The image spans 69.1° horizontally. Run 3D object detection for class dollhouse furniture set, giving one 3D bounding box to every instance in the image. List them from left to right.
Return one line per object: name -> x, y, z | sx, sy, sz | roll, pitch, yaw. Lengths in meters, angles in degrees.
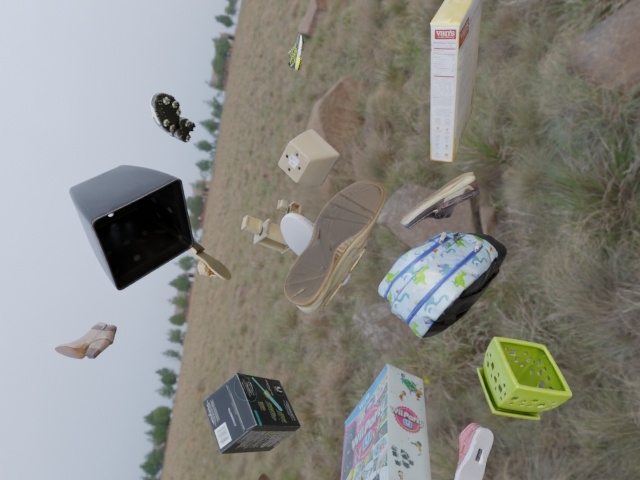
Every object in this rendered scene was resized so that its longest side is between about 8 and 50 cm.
dollhouse furniture set -> -0.169, -0.066, 1.505 | 0.101, 0.182, 0.160 | -31, 44, 51

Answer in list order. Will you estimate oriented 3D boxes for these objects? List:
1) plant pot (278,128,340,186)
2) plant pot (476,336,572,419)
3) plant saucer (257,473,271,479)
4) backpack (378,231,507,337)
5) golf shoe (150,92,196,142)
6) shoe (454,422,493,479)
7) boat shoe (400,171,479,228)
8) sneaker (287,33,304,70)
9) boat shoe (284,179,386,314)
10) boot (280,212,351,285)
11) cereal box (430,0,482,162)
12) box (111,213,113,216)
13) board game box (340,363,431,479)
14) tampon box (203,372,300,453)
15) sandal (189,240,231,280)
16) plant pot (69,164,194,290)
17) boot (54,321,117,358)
plant pot -> -0.039, -0.200, 1.157 | 0.109, 0.096, 0.109 | 46, 127, 16
plant pot -> 0.710, 0.509, 1.676 | 0.228, 0.227, 0.207 | -94, 19, -52
plant saucer -> -0.159, 0.759, 1.291 | 0.198, 0.036, 0.198 | 2, -90, -78
backpack -> 0.325, 0.119, 1.275 | 0.290, 0.273, 0.355 | -55, -6, 36
golf shoe -> -0.529, -0.417, 1.577 | 0.273, 0.120, 0.105 | 75, -143, -77
shoe -> 0.390, 0.566, 1.212 | 0.081, 0.064, 0.177 | 109, -173, -80
boat shoe -> 0.390, -0.112, 1.487 | 0.092, 0.285, 0.103 | 56, 171, -5
sneaker -> -0.062, -0.463, 1.139 | 0.031, 0.035, 0.083 | -63, -16, -72
boat shoe -> 0.039, 0.012, 0.944 | 0.302, 0.109, 0.098 | -58, -29, -15
boot -> 0.000, 0.000, 1.261 | 0.095, 0.258, 0.123 | -22, 29, 35
cereal box -> 0.222, -0.275, 0.763 | 0.173, 0.047, 0.240 | -60, -29, -36
box -> -0.634, -0.085, 1.471 | 0.062, 0.052, 0.083 | 27, 142, 49
board game box -> 0.124, 0.442, 0.936 | 0.303, 0.098, 0.224 | -74, 10, -62
tampon box -> -0.143, 0.367, 0.983 | 0.101, 0.161, 0.120 | -41, 54, 11
sandal -> -0.460, 0.103, 1.857 | 0.079, 0.240, 0.088 | -54, -15, 18
plant pot -> -0.397, -0.047, 0.949 | 0.167, 0.188, 0.187 | 32, 140, 27
boot -> -0.522, 0.222, 1.047 | 0.087, 0.119, 0.042 | -72, -15, -45
